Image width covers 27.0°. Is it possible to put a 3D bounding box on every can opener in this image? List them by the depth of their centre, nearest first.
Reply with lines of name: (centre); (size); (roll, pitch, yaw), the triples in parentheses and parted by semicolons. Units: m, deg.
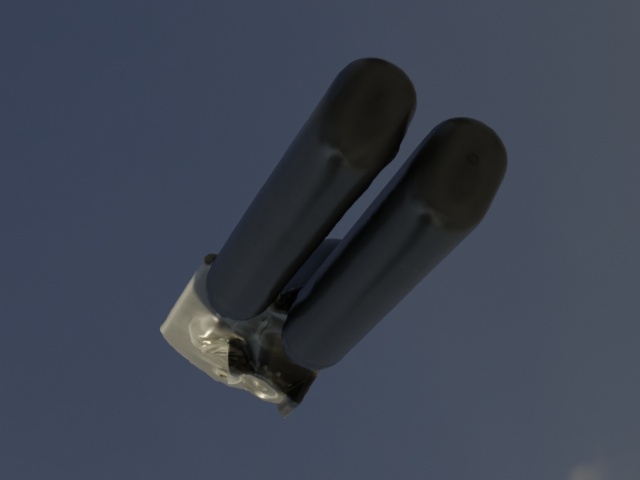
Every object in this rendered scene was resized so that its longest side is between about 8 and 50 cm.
can opener: (0.000, 0.000, 0.569); (0.076, 0.283, 0.095); (33, -120, -4)
